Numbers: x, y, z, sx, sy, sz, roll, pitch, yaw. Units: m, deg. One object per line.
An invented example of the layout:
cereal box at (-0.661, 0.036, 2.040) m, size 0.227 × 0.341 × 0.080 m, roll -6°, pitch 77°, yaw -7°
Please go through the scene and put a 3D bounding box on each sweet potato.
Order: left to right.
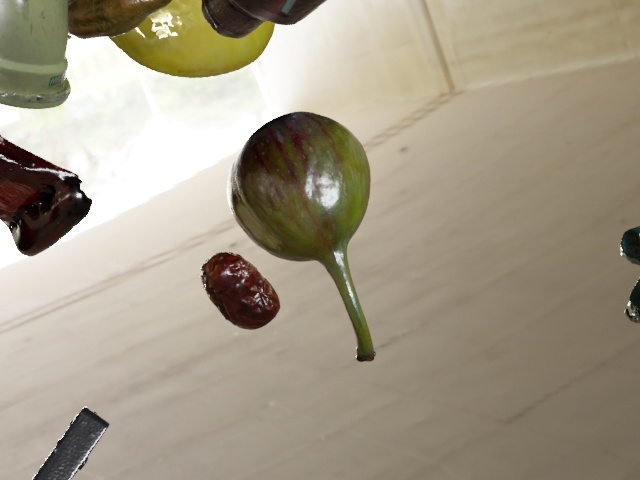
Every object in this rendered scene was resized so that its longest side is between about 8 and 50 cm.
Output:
sweet potato at (-0.227, -0.224, 1.084) m, size 0.182 × 0.054 × 0.053 m, roll -4°, pitch 159°, yaw 38°

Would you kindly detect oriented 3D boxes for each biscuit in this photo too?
biscuit at (-0.349, -0.069, 1.089) m, size 0.151 × 0.235 × 0.063 m, roll -26°, pitch -133°, yaw 40°

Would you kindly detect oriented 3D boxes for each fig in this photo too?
fig at (0.000, 0.000, 1.046) m, size 0.149 × 0.245 × 0.149 m, roll -22°, pitch 167°, yaw -5°

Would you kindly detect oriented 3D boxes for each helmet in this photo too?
helmet at (-0.308, -0.221, 0.891) m, size 0.258 × 0.137 × 0.204 m, roll 24°, pitch -162°, yaw 3°

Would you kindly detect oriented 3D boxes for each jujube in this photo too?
jujube at (-0.109, 0.067, 1.438) m, size 0.077 × 0.129 × 0.077 m, roll -22°, pitch -137°, yaw 22°

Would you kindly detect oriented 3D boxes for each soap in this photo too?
soap at (-0.211, -0.421, 1.471) m, size 0.306 × 0.427 × 0.115 m, roll -16°, pitch 177°, yaw -43°

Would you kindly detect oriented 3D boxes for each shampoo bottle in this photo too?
shampoo bottle at (-0.025, -0.288, 1.073) m, size 0.323 × 0.129 × 0.084 m, roll -20°, pitch -136°, yaw 58°

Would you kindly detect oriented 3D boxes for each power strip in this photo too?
power strip at (-0.210, 0.185, 0.872) m, size 0.111 × 0.029 × 0.038 m, roll -56°, pitch -173°, yaw -16°

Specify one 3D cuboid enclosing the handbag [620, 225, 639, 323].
handbag at (0.459, 0.010, 1.057) m, size 0.274 × 0.100 × 0.269 m, roll -22°, pitch -163°, yaw -19°
